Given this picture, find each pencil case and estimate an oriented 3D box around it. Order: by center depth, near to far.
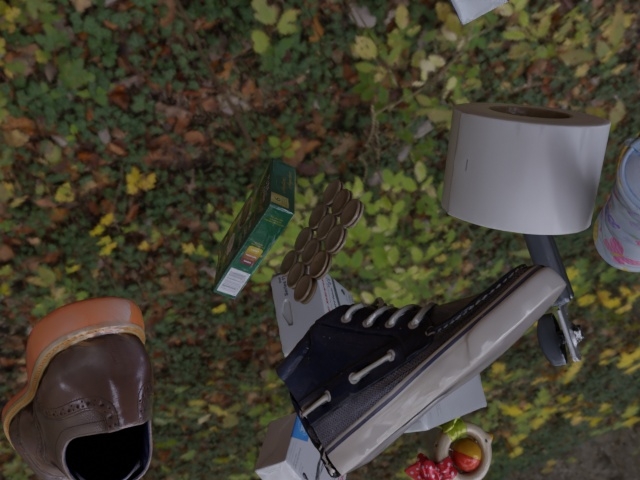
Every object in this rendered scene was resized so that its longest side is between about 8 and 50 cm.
[{"bbox_3d":[0.440,-0.043,0.908,0.113,0.124,0.273,-44,155,-1],"label":"pencil case"}]

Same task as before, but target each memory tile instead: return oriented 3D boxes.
[{"bbox_3d":[0.000,0.000,0.845,0.012,0.113,0.148,27,102,-26],"label":"memory tile"}]

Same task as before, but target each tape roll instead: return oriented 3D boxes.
[{"bbox_3d":[0.327,-0.126,1.094,0.246,0.246,0.169,-14,116,-44],"label":"tape roll"}]

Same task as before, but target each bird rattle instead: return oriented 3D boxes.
[{"bbox_3d":[0.346,0.544,1.713,0.207,0.253,0.143,22,155,-14],"label":"bird rattle"}]

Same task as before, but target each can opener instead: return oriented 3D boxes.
[{"bbox_3d":[0.442,0.107,1.318,0.095,0.283,0.076,-21,175,29],"label":"can opener"}]

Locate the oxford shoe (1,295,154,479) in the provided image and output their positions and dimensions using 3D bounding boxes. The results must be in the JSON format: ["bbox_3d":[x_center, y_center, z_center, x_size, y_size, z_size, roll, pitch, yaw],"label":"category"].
[{"bbox_3d":[-0.244,0.202,0.681,0.130,0.132,0.363,-10,150,-28],"label":"oxford shoe"}]

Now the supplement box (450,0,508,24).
[{"bbox_3d":[0.315,-0.580,1.441,0.114,0.220,0.111,-23,129,22],"label":"supplement box"}]

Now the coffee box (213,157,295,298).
[{"bbox_3d":[-0.094,-0.015,0.954,0.041,0.113,0.184,23,125,-19],"label":"coffee box"}]

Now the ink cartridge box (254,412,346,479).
[{"bbox_3d":[-0.016,0.368,1.044,0.060,0.180,0.104,-27,-158,24],"label":"ink cartridge box"}]

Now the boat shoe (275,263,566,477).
[{"bbox_3d":[0.091,0.106,0.746,0.340,0.158,0.127,-44,158,17],"label":"boat shoe"}]

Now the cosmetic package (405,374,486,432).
[{"bbox_3d":[0.205,0.269,1.398,0.156,0.217,0.385,-15,166,26],"label":"cosmetic package"}]

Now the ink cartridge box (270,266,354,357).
[{"bbox_3d":[0.001,0.145,1.180,0.087,0.153,0.208,-19,155,15],"label":"ink cartridge box"}]
